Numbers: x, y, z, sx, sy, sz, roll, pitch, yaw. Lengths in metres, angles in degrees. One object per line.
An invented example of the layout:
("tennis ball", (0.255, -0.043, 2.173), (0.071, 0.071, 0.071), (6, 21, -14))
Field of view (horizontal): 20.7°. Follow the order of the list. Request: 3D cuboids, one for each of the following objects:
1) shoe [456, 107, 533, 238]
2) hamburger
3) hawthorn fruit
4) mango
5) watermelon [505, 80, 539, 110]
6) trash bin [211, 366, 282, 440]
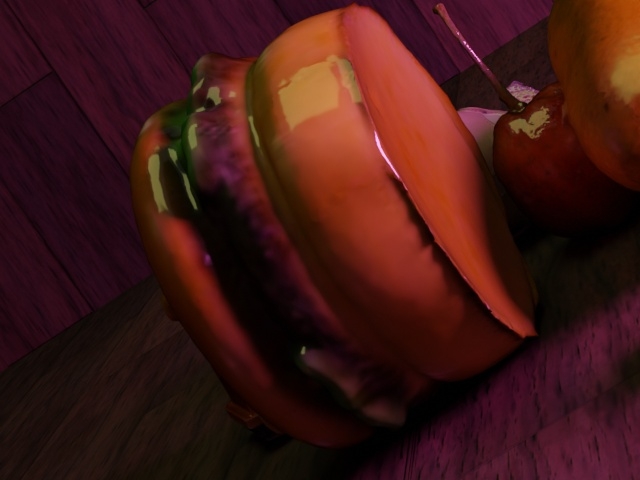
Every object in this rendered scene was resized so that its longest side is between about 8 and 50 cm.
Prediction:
("shoe", (0.159, -0.048, 2.044), (0.198, 0.172, 0.351), (1, -12, 1))
("hamburger", (0.000, 0.000, 1.603), (0.277, 0.396, 0.396), (-31, 9, 17))
("hawthorn fruit", (0.216, -0.129, 1.781), (0.165, 0.285, 0.165), (-41, 14, 12))
("mango", (0.349, -0.178, 1.632), (0.301, 0.221, 0.445), (12, 29, 21))
("watermelon", (0.295, -0.159, 2.254), (0.187, 0.139, 0.071), (-96, 29, -80))
("trash bin", (-0.061, 0.071, 1.880), (0.184, 0.239, 0.161), (-34, 8, -11))
